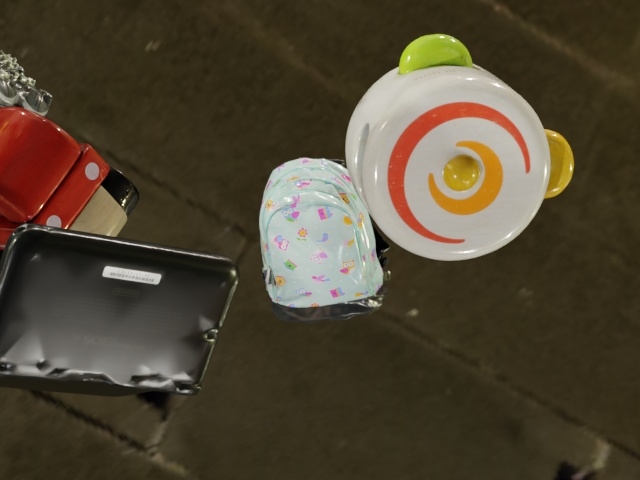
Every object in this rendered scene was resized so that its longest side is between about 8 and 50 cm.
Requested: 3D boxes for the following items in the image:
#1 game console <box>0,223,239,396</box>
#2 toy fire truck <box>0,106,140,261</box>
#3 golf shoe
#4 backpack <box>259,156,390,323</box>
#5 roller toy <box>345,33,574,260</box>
[{"bbox_3d":[-0.117,0.038,0.718,0.122,0.071,0.107,10,107,-38],"label":"game console"},{"bbox_3d":[-0.294,-0.087,1.264,0.246,0.217,0.158,52,57,-35],"label":"toy fire truck"},{"bbox_3d":[-0.383,-0.155,1.632,0.105,0.273,0.120,25,99,-29],"label":"golf shoe"},{"bbox_3d":[0.000,0.000,1.659,0.152,0.182,0.115,-9,31,1],"label":"backpack"},{"bbox_3d":[0.130,-0.080,1.514,0.209,0.146,0.191,41,97,-18],"label":"roller toy"}]
